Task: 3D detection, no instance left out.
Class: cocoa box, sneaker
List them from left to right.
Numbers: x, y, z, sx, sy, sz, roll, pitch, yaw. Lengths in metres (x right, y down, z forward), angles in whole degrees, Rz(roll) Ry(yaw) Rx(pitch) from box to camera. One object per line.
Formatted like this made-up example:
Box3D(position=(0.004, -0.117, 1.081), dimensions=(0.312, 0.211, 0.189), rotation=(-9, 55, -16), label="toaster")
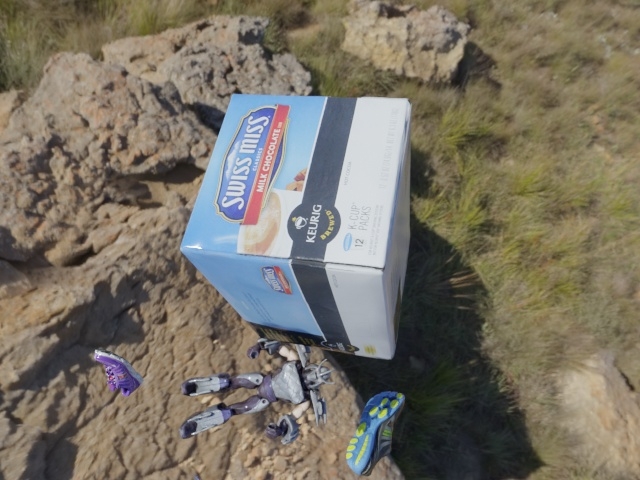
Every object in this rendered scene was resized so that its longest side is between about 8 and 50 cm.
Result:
Box3D(position=(-0.504, 0.331, 1.238), dimensions=(0.071, 0.068, 0.170), rotation=(-56, 139, -33), label="sneaker")
Box3D(position=(0.000, 0.000, 0.698), dimensions=(0.228, 0.347, 0.231), rotation=(6, 64, 13), label="cocoa box")
Box3D(position=(0.117, 0.393, 1.029), dimensions=(0.188, 0.067, 0.078), rotation=(-54, 130, -31), label="sneaker")

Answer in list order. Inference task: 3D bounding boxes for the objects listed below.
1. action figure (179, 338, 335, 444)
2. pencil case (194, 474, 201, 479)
Box3D(position=(-0.105, 0.264, 0.874), dimensions=(0.285, 0.099, 0.185), rotation=(-19, 71, 15), label="action figure")
Box3D(position=(-0.145, 0.495, 0.715), dimensions=(0.124, 0.124, 0.284), rotation=(-30, 66, -30), label="pencil case")
